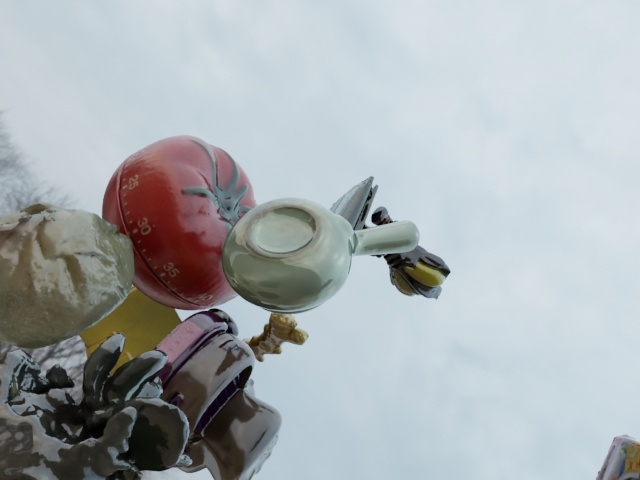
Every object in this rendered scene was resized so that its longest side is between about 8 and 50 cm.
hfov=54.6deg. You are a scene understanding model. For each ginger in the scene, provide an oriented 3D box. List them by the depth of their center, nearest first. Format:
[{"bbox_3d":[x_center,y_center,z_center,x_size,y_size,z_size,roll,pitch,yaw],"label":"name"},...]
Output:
[{"bbox_3d":[-0.145,0.269,1.709,0.118,0.065,0.298,53,-42,-4],"label":"ginger"}]

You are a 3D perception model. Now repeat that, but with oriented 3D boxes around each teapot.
[{"bbox_3d":[0.005,0.027,0.994,0.317,0.220,0.149,0,-43,4],"label":"teapot"}]

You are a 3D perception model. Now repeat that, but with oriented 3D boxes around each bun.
[{"bbox_3d":[-0.483,0.043,1.068,0.281,0.281,0.205,18,-40,42],"label":"bun"}]

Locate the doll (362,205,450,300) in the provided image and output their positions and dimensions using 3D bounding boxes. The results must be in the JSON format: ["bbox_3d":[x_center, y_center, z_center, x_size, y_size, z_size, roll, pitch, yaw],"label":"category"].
[{"bbox_3d":[0.166,0.040,1.258,0.249,0.088,0.127,47,-21,-24],"label":"doll"}]

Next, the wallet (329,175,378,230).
[{"bbox_3d":[0.024,-0.006,1.180,0.055,0.236,0.160,41,-37,-15],"label":"wallet"}]

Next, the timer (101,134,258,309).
[{"bbox_3d":[-0.292,-0.033,1.353,0.279,0.378,0.378,-26,-75,19],"label":"timer"}]

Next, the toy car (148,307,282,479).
[{"bbox_3d":[-0.200,0.310,1.151,0.240,0.271,0.341,31,-34,19],"label":"toy car"}]

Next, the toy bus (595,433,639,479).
[{"bbox_3d":[0.412,0.414,0.856,0.090,0.274,0.112,28,-4,-4],"label":"toy bus"}]

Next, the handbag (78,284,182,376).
[{"bbox_3d":[-0.551,0.316,1.882,0.133,0.283,0.401,27,-36,48],"label":"handbag"}]

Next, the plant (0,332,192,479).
[{"bbox_3d":[-0.263,0.208,0.597,0.188,0.275,0.199,50,-25,38],"label":"plant"}]
